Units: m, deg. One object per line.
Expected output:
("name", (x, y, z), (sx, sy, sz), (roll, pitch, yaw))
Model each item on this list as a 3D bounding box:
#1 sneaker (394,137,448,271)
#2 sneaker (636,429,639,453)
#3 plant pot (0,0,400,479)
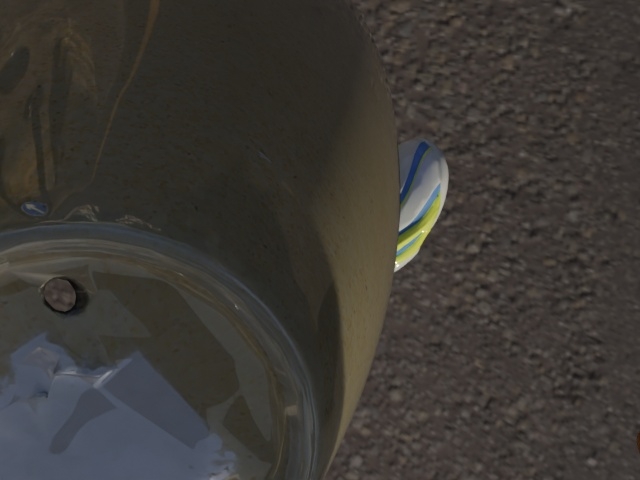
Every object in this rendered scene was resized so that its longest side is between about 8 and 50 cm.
("sneaker", (0.000, 0.000, 0.997), (0.240, 0.091, 0.126), (-48, 147, 11))
("sneaker", (0.220, 0.029, 0.462), (0.123, 0.106, 0.290), (-6, 142, -22))
("plant pot", (-0.076, 0.009, 0.441), (0.256, 0.274, 0.256), (-2, 111, -6))
